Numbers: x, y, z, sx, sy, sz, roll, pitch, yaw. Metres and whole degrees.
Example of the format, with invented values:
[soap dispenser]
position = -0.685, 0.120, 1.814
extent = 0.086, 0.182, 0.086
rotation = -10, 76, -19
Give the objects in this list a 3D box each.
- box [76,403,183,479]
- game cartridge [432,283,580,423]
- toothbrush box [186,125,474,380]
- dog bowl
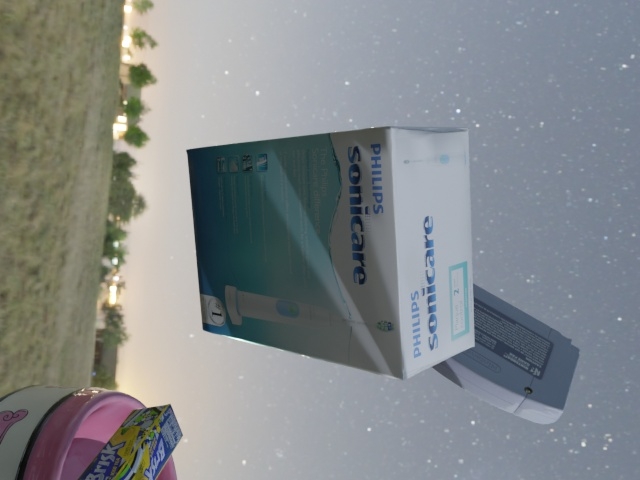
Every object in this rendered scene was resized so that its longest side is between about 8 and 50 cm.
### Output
[box]
position = -0.229, 0.268, 0.709
extent = 0.169, 0.059, 0.054
rotation = -59, 134, -67
[game cartridge]
position = 0.277, 0.171, 1.007
extent = 0.198, 0.297, 0.062
rotation = -46, 160, -42
[toothbrush box]
position = 0.000, 0.000, 0.624
extent = 0.295, 0.126, 0.216
rotation = 2, -81, 45
[dog bowl]
position = -0.354, 0.409, 0.891
extent = 0.408, 0.150, 0.408
rotation = -14, 90, -78
